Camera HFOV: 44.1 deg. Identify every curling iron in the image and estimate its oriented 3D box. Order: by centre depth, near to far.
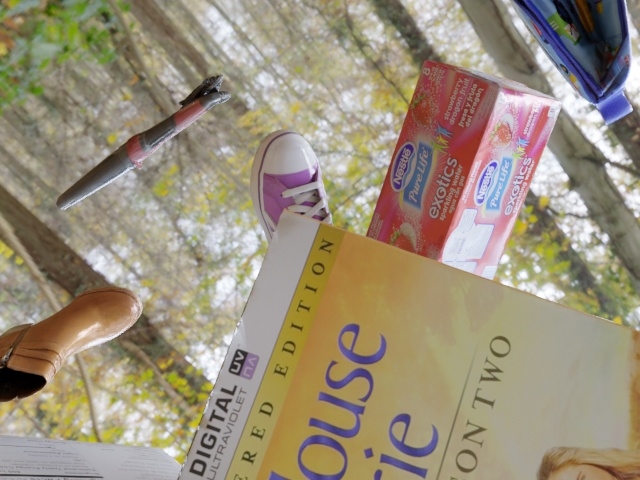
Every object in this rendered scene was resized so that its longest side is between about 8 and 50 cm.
[{"bbox_3d":[-0.210,-0.108,0.932,0.274,0.035,0.068,-34,-172,19],"label":"curling iron"}]

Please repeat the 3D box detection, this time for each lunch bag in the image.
[{"bbox_3d":[0.229,-0.251,0.752,0.138,0.293,0.221,-25,-177,17],"label":"lunch bag"}]

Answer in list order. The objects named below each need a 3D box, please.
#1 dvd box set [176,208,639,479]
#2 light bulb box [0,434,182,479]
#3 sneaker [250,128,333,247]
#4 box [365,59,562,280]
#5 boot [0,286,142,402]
[{"bbox_3d":[0.126,0.191,0.387,0.062,0.421,0.307,94,16,-74],"label":"dvd box set"},{"bbox_3d":[-0.304,0.421,1.014,0.361,0.358,0.225,16,-91,50],"label":"light bulb box"},{"bbox_3d":[0.001,0.000,1.011,0.102,0.281,0.161,-21,-158,-29],"label":"sneaker"},{"bbox_3d":[0.164,-0.072,0.946,0.123,0.128,0.256,34,-65,42],"label":"box"},{"bbox_3d":[-0.454,0.178,1.364,0.284,0.108,0.220,-13,-164,-3],"label":"boot"}]
